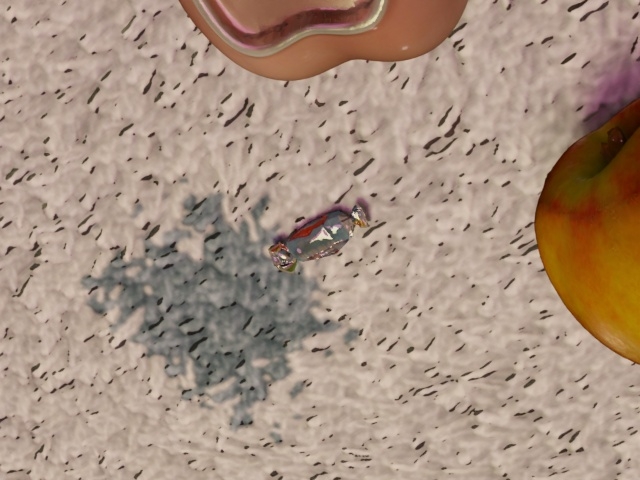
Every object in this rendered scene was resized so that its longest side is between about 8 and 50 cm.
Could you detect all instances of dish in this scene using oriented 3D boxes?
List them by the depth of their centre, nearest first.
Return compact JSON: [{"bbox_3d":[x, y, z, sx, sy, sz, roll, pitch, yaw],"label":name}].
[{"bbox_3d":[-0.012,-0.180,0.846,0.213,0.090,0.213,8,122,13],"label":"dish"}]

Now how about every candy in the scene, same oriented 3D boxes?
[{"bbox_3d":[0.000,0.001,0.992,0.083,0.020,0.030,-24,111,26],"label":"candy"}]

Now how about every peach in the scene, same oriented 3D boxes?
[{"bbox_3d":[0.236,0.003,0.826,0.197,0.197,0.197,8,122,13],"label":"peach"}]
